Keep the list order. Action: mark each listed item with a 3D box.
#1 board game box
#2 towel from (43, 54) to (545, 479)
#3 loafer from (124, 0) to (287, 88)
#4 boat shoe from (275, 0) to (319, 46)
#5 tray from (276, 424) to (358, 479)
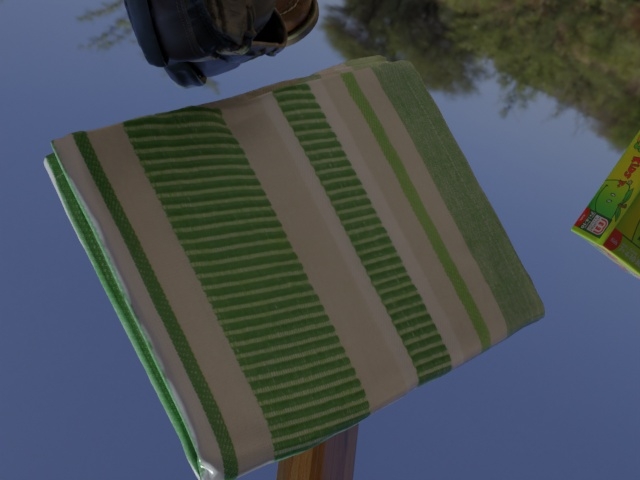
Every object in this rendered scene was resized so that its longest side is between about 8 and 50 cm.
[{"bbox_3d":[0.313,-0.058,0.855,0.092,0.181,0.043,31,-175,-33],"label":"board game box"},{"bbox_3d":[0.000,0.000,0.673,0.325,0.038,0.247,-22,-99,-40],"label":"towel"},{"bbox_3d":[-0.061,-0.145,0.550,0.084,0.096,0.267,-9,-177,-2],"label":"loafer"},{"bbox_3d":[-0.116,-0.316,0.977,0.307,0.111,0.104,49,173,27],"label":"boat shoe"},{"bbox_3d":[-0.009,0.438,1.601,0.076,0.410,0.203,-1,159,19],"label":"tray"}]
